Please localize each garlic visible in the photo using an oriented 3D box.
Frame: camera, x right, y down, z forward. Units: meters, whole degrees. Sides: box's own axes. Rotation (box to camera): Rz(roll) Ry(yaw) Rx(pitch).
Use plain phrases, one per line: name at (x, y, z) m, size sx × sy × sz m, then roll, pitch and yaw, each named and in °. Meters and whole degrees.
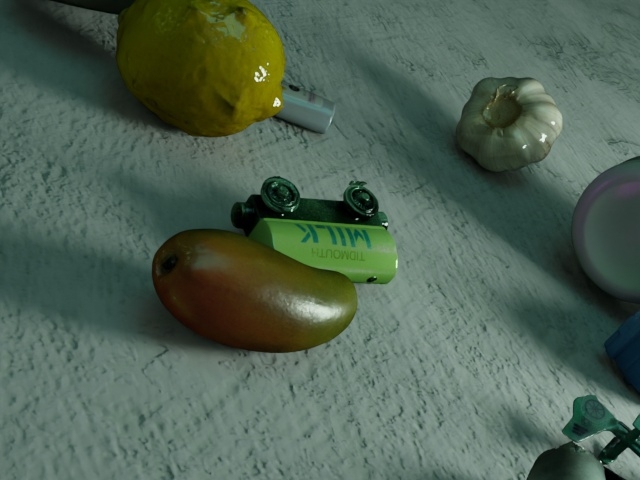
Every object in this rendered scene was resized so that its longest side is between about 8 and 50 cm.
garlic at (0.369, -0.203, 2.181) m, size 0.199 × 0.199 × 0.226 m, roll 48°, pitch 3°, yaw 29°

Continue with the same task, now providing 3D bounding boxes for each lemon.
lemon at (-0.179, -0.277, 1.733) m, size 0.288 × 0.233 × 0.233 m, roll 31°, pitch 31°, yaw 4°

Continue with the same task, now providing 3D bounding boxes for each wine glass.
wine glass at (0.280, 0.332, 1.322) m, size 0.111 × 0.111 × 0.204 m, roll 29°, pitch 35°, yaw 1°

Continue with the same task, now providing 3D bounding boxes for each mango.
mango at (-0.077, 0.069, 1.404) m, size 0.289 × 0.129 × 0.146 m, roll 17°, pitch 23°, yaw -26°

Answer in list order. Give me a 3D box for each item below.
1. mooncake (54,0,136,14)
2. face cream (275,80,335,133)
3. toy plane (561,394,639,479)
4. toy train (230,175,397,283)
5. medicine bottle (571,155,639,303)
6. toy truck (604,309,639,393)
mooncake at (-0.359, -0.441, 1.852) m, size 0.275 × 0.135 × 0.275 m, roll 10°, pitch 8°, yaw -1°
face cream at (-0.074, -0.245, 1.936) m, size 0.198 × 0.057 × 0.084 m, roll 22°, pitch 31°, yaw -13°
toy plane at (0.494, 0.333, 1.514) m, size 0.381 × 0.106 × 0.155 m, roll 42°, pitch 45°, yaw 12°
toy train at (0.000, 0.000, 1.607) m, size 0.253 × 0.105 × 0.157 m, roll 4°, pitch 52°, yaw -33°
medicine bottle at (0.583, -0.030, 1.973) m, size 0.241 × 0.241 × 0.302 m, roll 38°, pitch 23°, yaw 16°
toy truck at (0.628, 0.159, 1.819) m, size 0.385 × 0.161 × 0.162 m, roll -1°, pitch 51°, yaw -41°
